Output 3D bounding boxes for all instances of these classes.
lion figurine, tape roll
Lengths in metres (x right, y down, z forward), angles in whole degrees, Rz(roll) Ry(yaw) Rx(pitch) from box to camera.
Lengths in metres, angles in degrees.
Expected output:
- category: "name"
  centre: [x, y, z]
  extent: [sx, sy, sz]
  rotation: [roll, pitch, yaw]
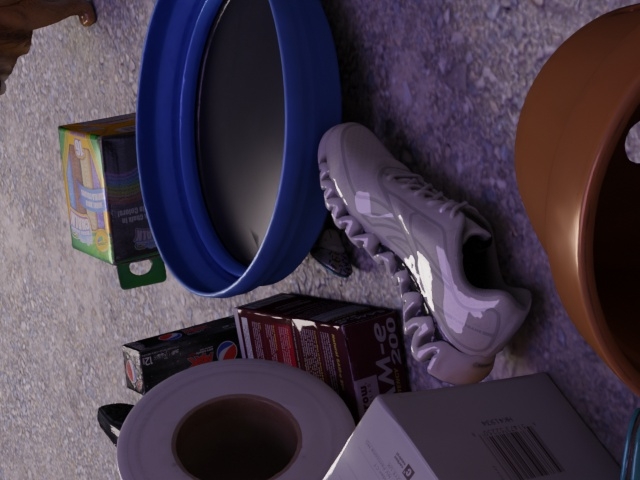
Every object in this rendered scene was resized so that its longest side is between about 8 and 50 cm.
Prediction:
- category: "lion figurine"
  centre: [-0.417, -0.368, 1.989]
  extent: [0.142, 0.240, 0.392]
  rotation: [43, 135, 43]
- category: "tape roll"
  centre: [-0.081, 0.263, 1.559]
  extent: [0.246, 0.246, 0.169]
  rotation: [45, 147, 41]

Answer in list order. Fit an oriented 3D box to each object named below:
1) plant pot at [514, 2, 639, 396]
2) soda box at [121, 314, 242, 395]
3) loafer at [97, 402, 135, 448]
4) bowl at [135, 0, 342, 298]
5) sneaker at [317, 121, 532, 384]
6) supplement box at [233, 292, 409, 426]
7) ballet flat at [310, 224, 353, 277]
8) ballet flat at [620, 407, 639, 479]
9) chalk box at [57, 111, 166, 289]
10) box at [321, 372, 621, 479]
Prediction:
- category: "plant pot"
  centre: [0.260, -0.043, 1.003]
  extent: [0.203, 0.290, 0.291]
  rotation: [-135, 40, -66]
- category: "soda box"
  centre: [-0.152, 0.137, 1.823]
  extent: [0.053, 0.169, 0.060]
  rotation: [15, 114, 57]
- category: "loafer"
  centre: [-0.252, 0.295, 2.142]
  extent: [0.223, 0.076, 0.078]
  rotation: [27, 116, 48]
- category: "bowl"
  centre: [-0.095, -0.132, 1.657]
  extent: [0.391, 0.077, 0.391]
  rotation: [3, 93, 60]
- category: "sneaker"
  centre: [0.101, -0.010, 1.435]
  extent: [0.118, 0.110, 0.292]
  rotation: [-52, 60, 38]
- category: "supplement box"
  centre: [-0.001, 0.135, 1.668]
  extent: [0.239, 0.073, 0.130]
  rotation: [7, 109, 58]
- category: "ballet flat"
  centre: [0.000, 0.000, 1.651]
  extent: [0.114, 0.041, 0.041]
  rotation: [38, 132, 45]
- category: "ballet flat"
  centre: [0.290, 0.252, 1.250]
  extent: [0.087, 0.083, 0.247]
  rotation: [15, 117, 29]
- category: "chalk box"
  centre: [-0.242, -0.047, 1.936]
  extent: [0.132, 0.132, 0.213]
  rotation: [19, 116, 55]
- category: "box"
  centre: [0.096, 0.303, 1.376]
  extent: [0.168, 0.215, 0.345]
  rotation: [54, 129, 33]
